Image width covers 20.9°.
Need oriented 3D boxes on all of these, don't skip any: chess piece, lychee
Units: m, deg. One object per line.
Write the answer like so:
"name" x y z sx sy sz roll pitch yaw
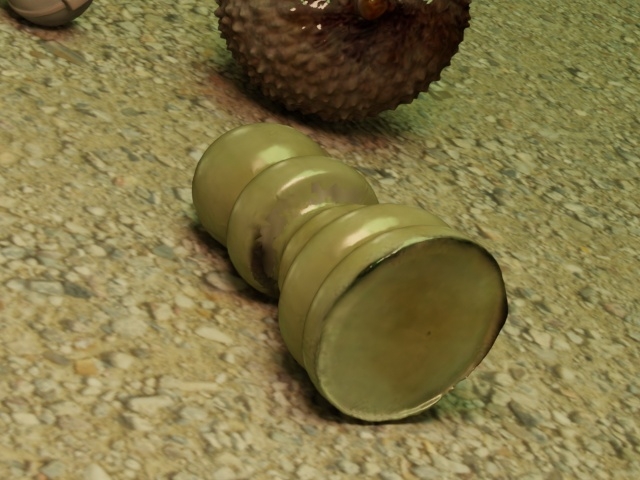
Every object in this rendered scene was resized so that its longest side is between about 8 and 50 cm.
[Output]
"chess piece" 0.000 0.000 1.515 0.182 0.182 0.330 4 25 -34
"lychee" 0.019 -0.277 1.943 0.300 0.300 0.300 18 25 -9

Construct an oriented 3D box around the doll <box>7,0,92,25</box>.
"doll" -0.331 -0.341 1.966 0.151 0.151 0.287 5 36 -33
